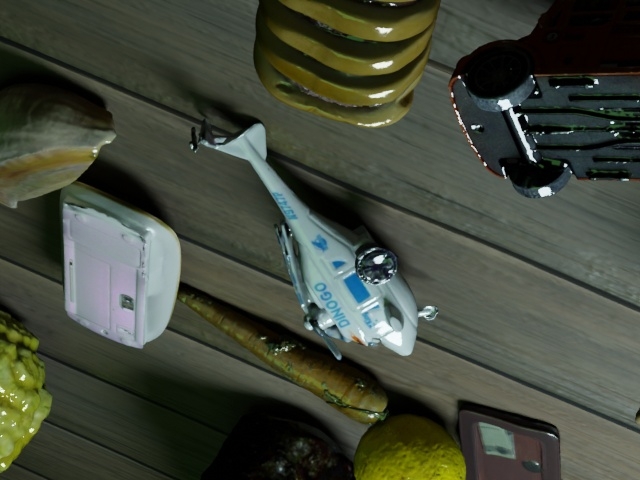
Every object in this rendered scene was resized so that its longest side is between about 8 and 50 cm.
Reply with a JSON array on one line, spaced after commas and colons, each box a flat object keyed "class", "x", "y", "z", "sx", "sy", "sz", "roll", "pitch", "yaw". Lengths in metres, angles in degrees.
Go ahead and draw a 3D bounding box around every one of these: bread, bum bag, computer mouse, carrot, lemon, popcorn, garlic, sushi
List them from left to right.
[{"class": "popcorn", "x": -0.430, "y": 0.180, "z": 1.833, "sx": 0.224, "sy": 0.270, "sz": 0.258, "roll": 30, "pitch": 105, "yaw": -13}, {"class": "garlic", "x": -0.271, "y": -0.084, "z": 1.452, "sx": 0.101, "sy": 0.087, "sz": 0.195, "roll": 26, "pitch": 149, "yaw": -25}, {"class": "computer mouse", "x": -0.201, "y": 0.020, "z": 1.582, "sx": 0.126, "sy": 0.056, "sz": 0.245, "roll": 24, "pitch": 147, "yaw": 9}, {"class": "carrot", "x": -0.040, "y": 0.112, "z": 1.623, "sx": 0.254, "sy": 0.049, "sz": 0.049, "roll": 30, "pitch": 150, "yaw": 2}, {"class": "sushi", "x": -0.017, "y": 0.353, "z": 1.818, "sx": 0.234, "sy": 0.207, "sz": 0.348, "roll": 13, "pitch": 146, "yaw": 33}, {"class": "bread", "x": 0.016, "y": -0.166, "z": 1.113, "sx": 0.134, "sy": 0.081, "sz": 0.225, "roll": 22, "pitch": 150, "yaw": 10}, {"class": "lemon", "x": 0.089, "y": 0.230, "z": 1.638, "sx": 0.133, "sy": 0.109, "sz": 0.109, "roll": 47, "pitch": 165, "yaw": 37}, {"class": "bum bag", "x": 0.195, "y": 0.222, "z": 1.637, "sx": 0.109, "sy": 0.026, "sz": 0.159, "roll": 13, "pitch": 142, "yaw": 19}]

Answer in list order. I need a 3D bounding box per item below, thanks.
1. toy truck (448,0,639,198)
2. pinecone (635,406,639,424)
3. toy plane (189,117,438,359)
[{"class": "toy truck", "x": 0.216, "y": -0.099, "z": 1.037, "sx": 0.253, "sy": 0.114, "sz": 0.107, "roll": 3, "pitch": 144, "yaw": 31}, {"class": "pinecone", "x": 0.347, "y": 0.114, "z": 1.206, "sx": 0.212, "sy": 0.169, "sz": 0.185, "roll": -26, "pitch": 79, "yaw": 51}, {"class": "toy plane", "x": -0.002, "y": -0.005, "z": 1.400, "sx": 0.273, "sy": 0.107, "sz": 0.182, "roll": 58, "pitch": -174, "yaw": -5}]
